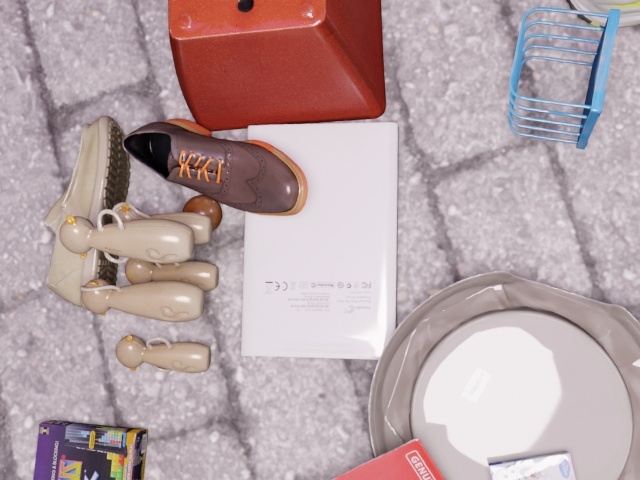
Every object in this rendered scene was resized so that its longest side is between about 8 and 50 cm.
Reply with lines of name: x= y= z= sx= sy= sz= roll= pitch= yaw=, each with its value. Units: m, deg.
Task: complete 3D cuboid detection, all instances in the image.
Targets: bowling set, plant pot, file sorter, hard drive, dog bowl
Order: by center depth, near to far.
dog bowl: x=0.236 y=0.210 z=0.929 sx=0.349 sy=0.102 sz=0.348 roll=-1 pitch=83 yaw=9
file sorter: x=0.286 y=-0.194 z=0.934 sx=0.105 sy=0.170 sz=0.118 roll=12 pitch=86 yaw=15
plant pot: x=-0.065 y=-0.304 z=0.972 sx=0.267 sy=0.236 sz=0.267 roll=-3 pitch=83 yaw=9
bowling set: x=-0.216 y=0.027 z=1.012 sx=0.154 sy=0.287 sz=0.199 roll=4 pitch=41 yaw=3
hard drive: x=0.000 y=0.000 z=1.024 sx=0.203 sy=0.040 sz=0.307 roll=0 pitch=83 yaw=10

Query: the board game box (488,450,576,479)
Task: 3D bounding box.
board game box: x=0.240 y=0.286 z=0.857 sx=0.090 sy=0.020 sz=0.090 roll=-12 pitch=82 yaw=9

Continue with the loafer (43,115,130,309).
loafer: x=-0.323 y=-0.040 z=1.053 sx=0.092 sy=0.102 sz=0.268 roll=5 pitch=85 yaw=4

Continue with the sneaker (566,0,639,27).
sneaker: x=0.498 y=-0.354 z=0.926 sx=0.385 sy=0.147 sz=0.145 roll=-14 pitch=80 yaw=7

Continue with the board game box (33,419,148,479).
board game box: x=-0.311 y=0.333 z=1.035 sx=0.141 sy=0.048 sz=0.170 roll=3 pitch=84 yaw=9

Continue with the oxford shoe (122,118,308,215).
oxford shoe: x=-0.139 y=-0.088 z=0.990 sx=0.271 sy=0.098 sz=0.096 roll=20 pitch=110 yaw=31

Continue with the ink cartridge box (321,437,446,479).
ink cartridge box: x=0.075 y=0.406 z=0.883 sx=0.261 sy=0.066 sz=0.296 roll=-32 pitch=94 yaw=23
